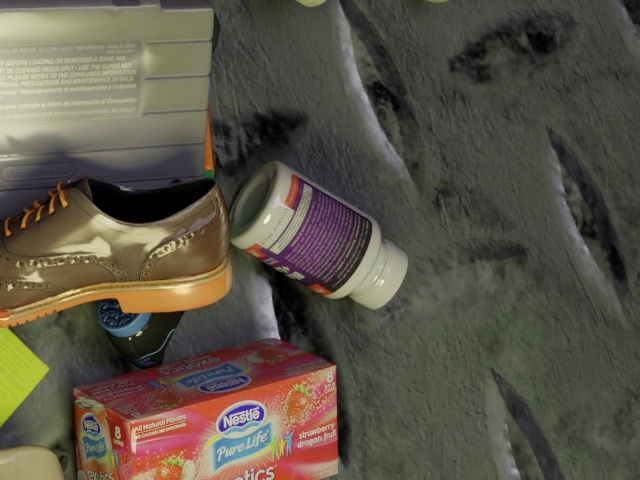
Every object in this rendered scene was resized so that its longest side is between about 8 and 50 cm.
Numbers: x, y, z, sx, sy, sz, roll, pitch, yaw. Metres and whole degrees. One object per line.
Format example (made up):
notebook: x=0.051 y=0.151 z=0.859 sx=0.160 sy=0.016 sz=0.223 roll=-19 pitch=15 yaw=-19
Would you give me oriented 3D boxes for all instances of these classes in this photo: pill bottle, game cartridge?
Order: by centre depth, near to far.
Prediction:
game cartridge: x=-0.284 y=-0.134 z=1.641 sx=0.355 sy=0.068 sz=0.230 roll=-5 pitch=112 yaw=-22
pill bottle: x=0.000 y=0.000 z=1.868 sx=0.193 sy=0.108 sz=0.108 roll=30 pitch=62 yaw=-23

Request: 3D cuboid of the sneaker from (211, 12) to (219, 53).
sneaker: x=-0.230 y=-0.235 z=1.727 sx=0.330 sy=0.146 sz=0.123 roll=-2 pitch=75 yaw=-36

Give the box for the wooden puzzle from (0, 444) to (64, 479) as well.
wooden puzzle: x=-0.368 y=0.351 z=1.465 sx=0.347 sy=0.080 sz=0.322 roll=-6 pitch=67 yaw=-22

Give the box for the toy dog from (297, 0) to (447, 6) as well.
toy dog: x=0.010 y=-0.472 z=1.905 sx=0.407 sy=0.284 sz=0.396 roll=-4 pitch=79 yaw=-32

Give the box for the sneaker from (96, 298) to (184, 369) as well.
sneaker: x=-0.178 y=0.029 z=1.768 sx=0.090 sy=0.081 sz=0.232 roll=65 pitch=30 yaw=-46

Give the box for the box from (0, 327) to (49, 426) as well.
box: x=-0.362 y=0.155 z=1.623 sx=0.109 sy=0.042 sz=0.178 roll=46 pitch=57 yaw=-14

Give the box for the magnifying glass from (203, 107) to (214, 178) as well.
magnifying glass: x=-0.127 y=-0.051 z=1.824 sx=0.026 sy=0.092 sz=0.231 roll=-4 pitch=67 yaw=0

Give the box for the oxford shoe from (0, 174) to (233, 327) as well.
oxford shoe: x=-0.268 y=-0.003 z=1.618 sx=0.363 sy=0.130 sz=0.133 roll=-6 pitch=122 yaw=-12

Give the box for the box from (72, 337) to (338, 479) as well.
box: x=-0.115 y=0.197 z=1.705 sx=0.256 sy=0.122 sz=0.128 roll=-12 pitch=108 yaw=-35
